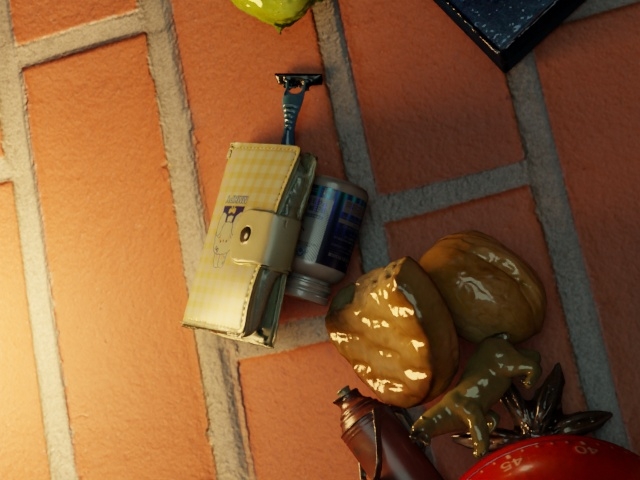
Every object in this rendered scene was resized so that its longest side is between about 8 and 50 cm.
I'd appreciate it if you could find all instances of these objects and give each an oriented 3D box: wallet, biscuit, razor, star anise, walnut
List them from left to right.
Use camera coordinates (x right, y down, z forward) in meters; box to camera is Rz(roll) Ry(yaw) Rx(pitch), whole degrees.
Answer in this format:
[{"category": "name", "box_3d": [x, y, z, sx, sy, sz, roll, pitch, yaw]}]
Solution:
[{"category": "wallet", "box_3d": [-0.113, 0.001, 1.912, 0.223, 0.077, 0.309, 6, 80, 56]}, {"category": "razor", "box_3d": [-0.052, -0.151, 1.986, 0.082, 0.042, 0.253, 4, 82, 15]}, {"category": "biscuit", "box_3d": [0.113, 0.138, 1.797, 0.091, 0.274, 0.213, -28, 94, -30]}, {"category": "walnut", "box_3d": [0.237, 0.075, 1.806, 0.207, 0.159, 0.159, 33, 90, 13]}, {"category": "star anise", "box_3d": [0.304, 0.292, 1.790, 0.229, 0.093, 0.236, 6, 86, 10]}]

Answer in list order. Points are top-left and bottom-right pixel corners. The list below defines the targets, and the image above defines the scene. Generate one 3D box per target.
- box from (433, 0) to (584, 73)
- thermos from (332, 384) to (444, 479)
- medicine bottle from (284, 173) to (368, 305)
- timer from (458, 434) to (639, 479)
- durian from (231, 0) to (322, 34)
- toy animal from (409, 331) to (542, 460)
[{"category": "box", "box_3d": [0.287, -0.452, 1.908, 0.261, 0.116, 0.279, -42, 72, 3]}, {"category": "thermos", "box_3d": [0.102, 0.312, 1.837, 0.124, 0.099, 0.232, -25, 69, -29]}, {"category": "medicine bottle", "box_3d": [0.000, 0.000, 1.909, 0.107, 0.107, 0.191, 16, 84, 17]}, {"category": "timer", "box_3d": [0.322, 0.443, 1.623, 0.378, 0.279, 0.378, 0, 102, 0]}, {"category": "durian", "box_3d": [-0.084, -0.509, 1.971, 0.256, 0.204, 0.339, 13, 86, 28]}, {"category": "toy animal", "box_3d": [0.219, 0.216, 1.711, 0.101, 0.103, 0.218, 37, 80, 3]}]
